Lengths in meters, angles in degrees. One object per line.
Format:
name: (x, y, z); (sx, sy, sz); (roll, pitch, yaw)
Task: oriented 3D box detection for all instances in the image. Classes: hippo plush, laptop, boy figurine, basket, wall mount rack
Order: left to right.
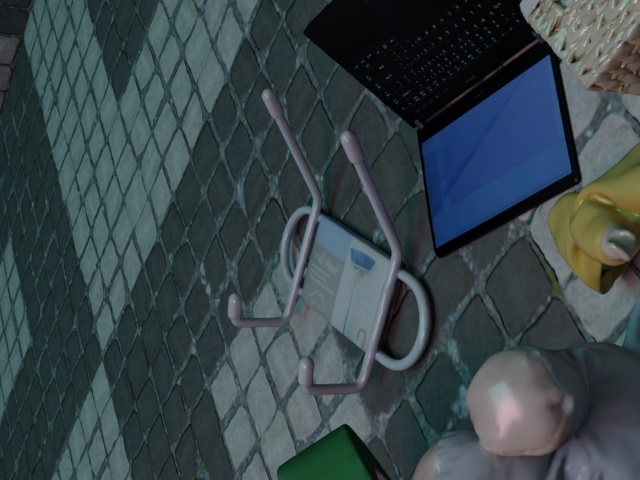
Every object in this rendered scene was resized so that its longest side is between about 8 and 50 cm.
wall mount rack: (0.000, 0.000, 1.337); (0.350, 0.130, 0.304); (35, 116, 55)
laptop: (0.111, -0.144, 1.155); (0.234, 0.264, 0.136); (-34, 21, 53)
hippo plush: (0.228, 0.206, 0.855); (0.236, 0.294, 0.234); (40, 122, 28)
basket: (0.260, -0.180, 0.881); (0.113, 0.167, 0.103); (-58, 46, 40)
boy figurine: (0.261, -0.032, 0.880); (0.092, 0.177, 0.285); (47, 148, 2)

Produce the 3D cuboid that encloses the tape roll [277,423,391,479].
tape roll: (0.080, 0.316, 1.007); (0.077, 0.321, 0.321); (-34, 42, -1)
